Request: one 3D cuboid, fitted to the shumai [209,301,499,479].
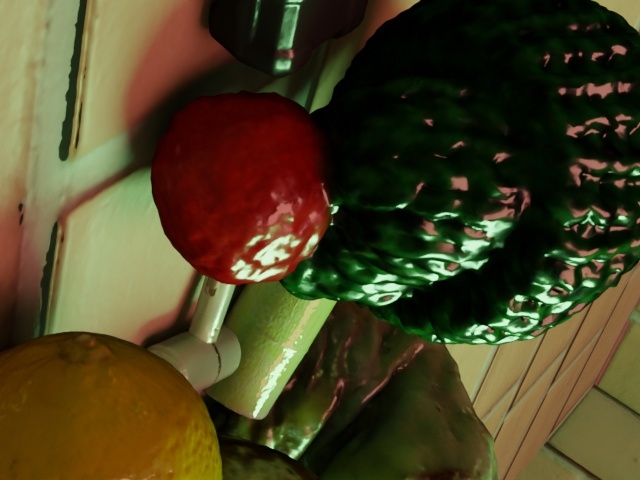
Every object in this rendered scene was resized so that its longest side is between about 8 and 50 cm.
[{"bbox_3d":[0.054,0.200,1.315,0.304,0.263,0.309,-17,138,-60],"label":"shumai"}]

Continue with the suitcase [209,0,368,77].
[{"bbox_3d":[0.049,-0.240,0.867,0.285,0.066,0.206,-41,156,-39],"label":"suitcase"}]

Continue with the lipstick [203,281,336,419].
[{"bbox_3d":[0.000,0.000,1.140,0.304,0.076,0.076,-58,162,10],"label":"lipstick"}]

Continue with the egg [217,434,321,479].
[{"bbox_3d":[-0.100,0.269,1.091,0.289,0.238,0.238,11,114,-45],"label":"egg"}]

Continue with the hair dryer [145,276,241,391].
[{"bbox_3d":[-0.086,0.053,1.064,0.082,0.047,0.137,-19,134,-60],"label":"hair dryer"}]

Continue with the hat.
[{"bbox_3d":[0.052,-0.034,0.928,0.332,0.242,0.274,-8,141,-33],"label":"hat"}]

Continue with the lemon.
[{"bbox_3d":[-0.147,0.141,0.846,0.178,0.178,0.203,-31,137,-52],"label":"lemon"}]
